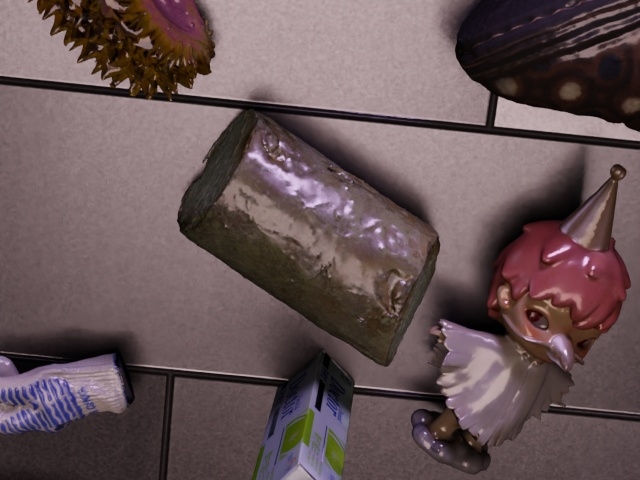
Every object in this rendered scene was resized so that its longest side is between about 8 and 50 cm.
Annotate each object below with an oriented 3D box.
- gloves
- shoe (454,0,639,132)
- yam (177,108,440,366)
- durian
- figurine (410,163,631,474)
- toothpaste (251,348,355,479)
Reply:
[{"bbox_3d":[-0.330,0.176,1.732,0.229,0.119,0.097,0,72,2],"label":"gloves"},{"bbox_3d":[0.348,-0.194,1.557,0.384,0.171,0.237,-17,119,23],"label":"shoe"},{"bbox_3d":[0.000,0.000,1.644,0.304,0.168,0.168,33,106,-9],"label":"yam"},{"bbox_3d":[-0.246,-0.285,1.560,0.191,0.112,0.341,-17,113,12],"label":"durian"},{"bbox_3d":[0.248,0.090,1.671,0.207,0.166,0.387,26,111,-26],"label":"figurine"},{"bbox_3d":[-0.018,0.218,1.623,0.081,0.336,0.067,-41,99,13],"label":"toothpaste"}]
